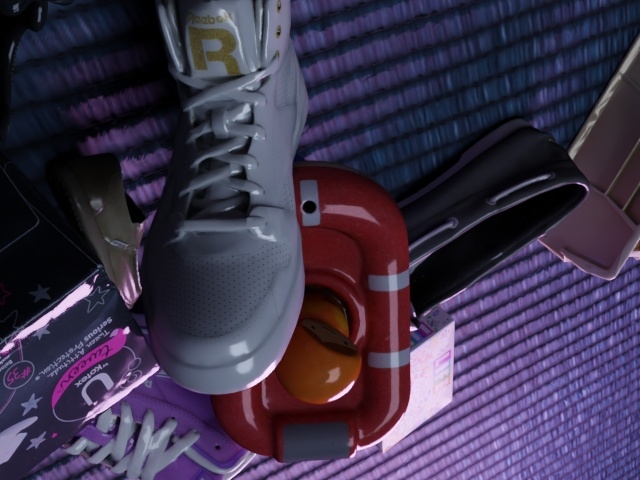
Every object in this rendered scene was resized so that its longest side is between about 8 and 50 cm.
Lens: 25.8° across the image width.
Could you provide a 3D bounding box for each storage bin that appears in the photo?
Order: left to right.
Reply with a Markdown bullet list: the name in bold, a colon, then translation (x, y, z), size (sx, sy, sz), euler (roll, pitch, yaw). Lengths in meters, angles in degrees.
- **storage bin**: translation (0.384, -0.083, 1.479), size (0.262, 0.123, 0.260), euler (-1, 126, -51)

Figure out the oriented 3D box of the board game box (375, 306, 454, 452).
- **board game box**: translation (0.094, 0.149, 1.477), size (0.103, 0.026, 0.154), euler (-34, 146, -21)

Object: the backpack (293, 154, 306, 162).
- **backpack**: translation (0.000, 0.000, 1.097), size (0.098, 0.120, 0.101), euler (-49, -169, 9)

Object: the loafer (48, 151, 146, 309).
- **loafer**: translation (-0.146, -0.005, 0.985), size (0.050, 0.056, 0.148), euler (-31, 146, -14)

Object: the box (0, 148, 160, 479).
- **box**: translation (-0.252, 0.074, 0.842), size (0.247, 0.163, 0.142), euler (-38, 151, -14)

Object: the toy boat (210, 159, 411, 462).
- **toy boat**: translation (-0.005, 0.063, 0.983), size (0.151, 0.151, 0.231), euler (-4, 109, -5)

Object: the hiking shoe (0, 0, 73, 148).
- **hiking shoe**: translation (-0.229, -0.071, 0.754), size (0.227, 0.114, 0.086), euler (-54, 148, 11)

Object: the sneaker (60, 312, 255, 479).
- **sneaker**: translation (-0.148, 0.133, 1.029), size (0.282, 0.161, 0.102), euler (0, 137, -49)

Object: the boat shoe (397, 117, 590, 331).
- **boat shoe**: translation (0.104, 0.016, 1.273), size (0.335, 0.095, 0.112), euler (-40, 148, -13)

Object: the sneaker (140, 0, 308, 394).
- **sneaker**: translation (-0.067, -0.065, 0.858), size (0.108, 0.292, 0.169), euler (-4, 139, 7)
